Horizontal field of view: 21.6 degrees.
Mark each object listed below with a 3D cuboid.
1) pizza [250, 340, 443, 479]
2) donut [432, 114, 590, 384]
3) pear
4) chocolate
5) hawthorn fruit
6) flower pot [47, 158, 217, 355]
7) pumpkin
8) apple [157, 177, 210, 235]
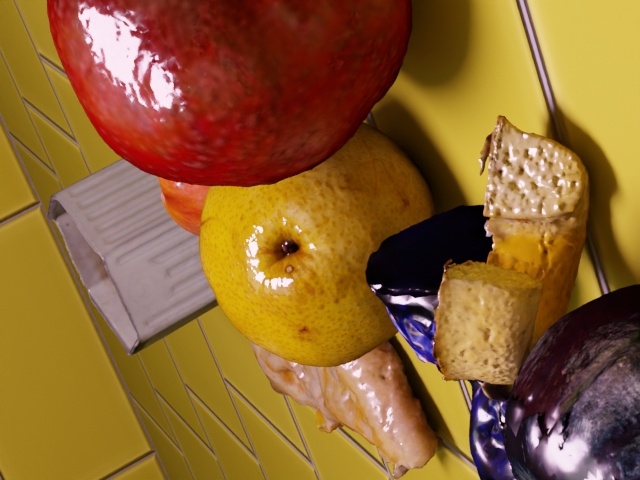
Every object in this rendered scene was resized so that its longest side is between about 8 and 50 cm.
[{"bbox_3d":[-0.035,0.059,1.842,0.392,0.080,0.435,64,163,-11],"label":"pizza"},{"bbox_3d":[0.129,0.018,1.112,0.078,0.181,0.146,10,144,17],"label":"donut"},{"bbox_3d":[0.000,0.000,1.382,0.209,0.209,0.209,54,163,25],"label":"pear"},{"bbox_3d":[0.141,0.118,1.335,0.148,0.126,0.343,31,154,45],"label":"chocolate"},{"bbox_3d":[-0.067,-0.155,1.234,0.265,0.265,0.307,57,163,15],"label":"hawthorn fruit"},{"bbox_3d":[-0.207,0.003,2.085,0.209,0.190,0.239,30,147,61],"label":"flower pot"},{"bbox_3d":[0.213,0.138,1.024,0.233,0.163,0.233,56,175,8],"label":"pumpkin"},{"bbox_3d":[-0.089,-0.100,1.551,0.209,0.164,0.209,60,177,6],"label":"apple"}]
